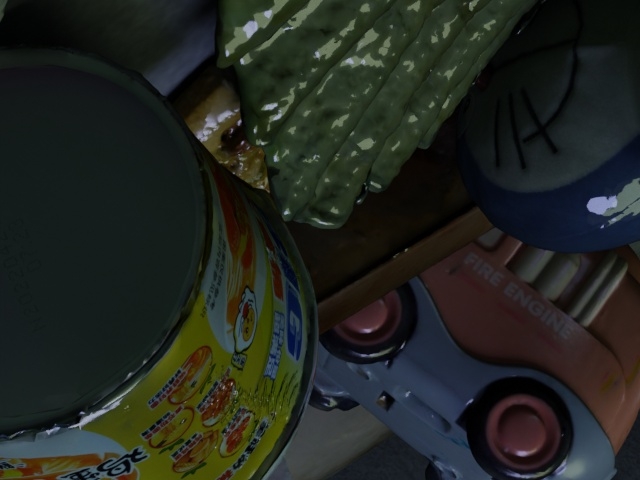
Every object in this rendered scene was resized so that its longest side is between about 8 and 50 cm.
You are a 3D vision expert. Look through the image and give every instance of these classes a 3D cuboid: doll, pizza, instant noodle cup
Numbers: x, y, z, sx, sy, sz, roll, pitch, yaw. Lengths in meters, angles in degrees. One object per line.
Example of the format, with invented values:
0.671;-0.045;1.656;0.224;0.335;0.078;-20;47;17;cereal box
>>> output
0.185;-0.093;0.932;0.258;0.228;0.154;-10;153;40;doll
-0.050;-0.042;0.867;0.134;0.046;0.175;-29;165;-25;pizza
-0.110;0.022;0.659;0.205;0.205;0.153;-34;157;-6;instant noodle cup

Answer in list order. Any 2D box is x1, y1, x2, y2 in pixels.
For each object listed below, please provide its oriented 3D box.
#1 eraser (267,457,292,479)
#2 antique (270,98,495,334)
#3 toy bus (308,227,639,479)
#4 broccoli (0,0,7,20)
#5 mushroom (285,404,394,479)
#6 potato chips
-0.216;0.173;0.876;0.404;0.096;0.098;-13;160;-23;eraser
0.000;0.000;1.034;0.310;0.093;0.087;-30;166;-24;antique
0.116;0.055;1.179;0.232;0.287;0.194;-49;173;-15;toy bus
-0.176;-0.002;0.377;0.254;0.186;0.302;-50;157;18;broccoli
0.040;0.118;1.485;0.407;0.137;0.154;-35;156;27;mushroom
0.110;-0.160;0.746;0.389;0.097;0.373;-44;164;27;potato chips
